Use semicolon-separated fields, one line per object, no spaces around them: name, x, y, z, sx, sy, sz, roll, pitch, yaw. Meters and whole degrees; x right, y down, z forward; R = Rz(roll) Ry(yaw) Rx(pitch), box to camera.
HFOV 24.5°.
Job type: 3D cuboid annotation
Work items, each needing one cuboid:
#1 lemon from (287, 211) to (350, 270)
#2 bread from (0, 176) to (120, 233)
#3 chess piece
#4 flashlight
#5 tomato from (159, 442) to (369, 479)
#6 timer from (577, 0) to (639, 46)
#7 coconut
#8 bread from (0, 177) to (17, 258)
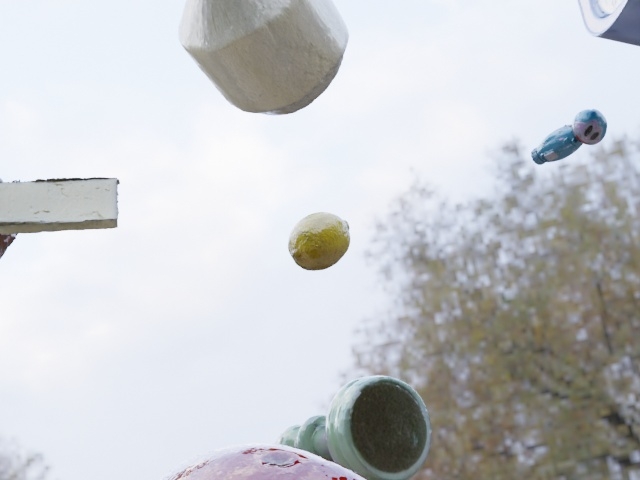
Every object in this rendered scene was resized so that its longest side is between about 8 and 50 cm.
lemon;0.000;0.000;1.578;0.083;0.062;0.062;-29;-11;-35
bread;-0.318;-0.042;1.775;0.154;0.068;0.028;-4;-36;-4
chess piece;0.012;0.258;1.887;0.139;0.139;0.272;7;-17;-33
flashlight;0.347;-0.141;2.054;0.051;0.051;0.129;7;-24;-33
tomato;-0.020;0.265;1.308;0.338;0.143;0.338;19;-14;5
timer;0.437;-0.423;1.880;0.173;0.395;0.395;12;-28;-7
coconut;-0.092;-0.333;2.257;0.237;0.237;0.266;-23;-51;26
bread;-0.508;0.000;2.034;0.232;0.135;0.247;-51;9;6
